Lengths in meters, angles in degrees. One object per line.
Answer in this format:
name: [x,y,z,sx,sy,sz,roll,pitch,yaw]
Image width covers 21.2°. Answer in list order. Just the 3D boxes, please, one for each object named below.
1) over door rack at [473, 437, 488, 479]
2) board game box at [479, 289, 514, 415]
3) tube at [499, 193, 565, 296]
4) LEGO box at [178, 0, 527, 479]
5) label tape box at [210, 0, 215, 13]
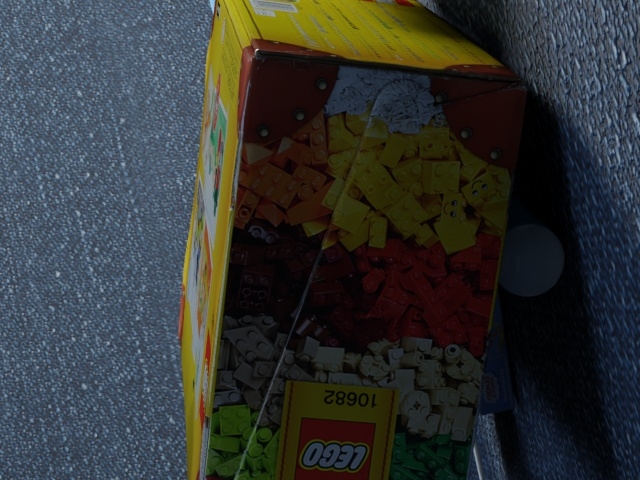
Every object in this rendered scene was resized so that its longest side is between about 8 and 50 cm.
over door rack: [0.049,0.176,1.792,0.108,0.239,0.324,-95,-7,-82]
board game box: [0.131,0.042,1.611,0.211,0.039,0.160,-114,12,-63]
tube: [0.142,-0.003,1.306,0.207,0.052,0.080,-108,25,-80]
LEGO box: [0.000,0.000,1.395,0.500,0.193,0.373,-111,27,-74]
label tape box: [-0.047,-0.291,2.300,0.333,0.105,0.241,27,-133,-72]
